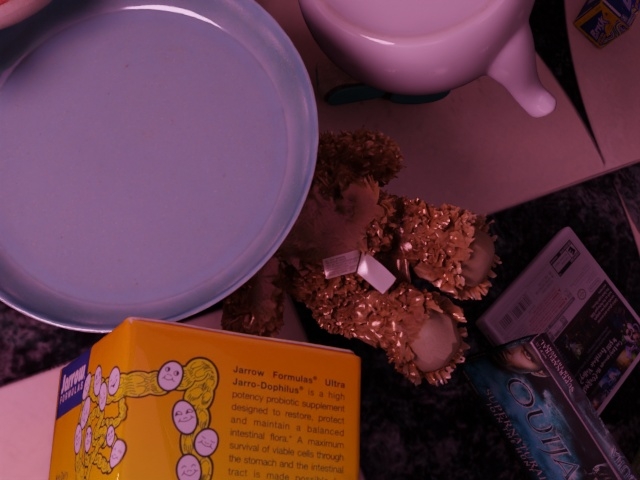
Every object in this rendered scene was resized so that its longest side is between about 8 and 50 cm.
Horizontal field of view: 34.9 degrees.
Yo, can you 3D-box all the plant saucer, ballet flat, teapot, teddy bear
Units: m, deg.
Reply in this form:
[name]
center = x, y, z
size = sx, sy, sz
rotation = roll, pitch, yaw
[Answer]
[plant saucer]
center = -0.158, -0.077, 0.833
size = 0.318, 0.043, 0.317
rotation = -1, 74, 3
[ballet flat]
center = 0.070, -0.181, 1.115
size = 0.168, 0.057, 0.052
rotation = -5, 66, -31
[teapot]
center = 0.096, -0.248, 1.035
size = 0.253, 0.187, 0.256
rotation = -8, 71, 7
[teddy bear]
center = 0.000, 0.000, 0.923
size = 0.338, 0.113, 0.245
rotation = 9, 83, -7

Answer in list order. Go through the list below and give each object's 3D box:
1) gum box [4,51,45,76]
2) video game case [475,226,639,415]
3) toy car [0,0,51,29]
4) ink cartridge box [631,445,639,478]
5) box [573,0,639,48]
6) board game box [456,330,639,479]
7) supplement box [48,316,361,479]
[gum box]
center = -0.216, -0.195, 0.937
size = 0.184, 0.041, 0.157
rotation = 24, 62, -4
[video game case]
center = 0.281, 0.103, 1.153
size = 0.190, 0.022, 0.173
rotation = -41, 95, -34
[toy car]
center = -0.320, -0.288, 0.789
size = 0.219, 0.210, 0.238
rotation = -50, 139, -23
[ink cartridge box]
center = 0.498, 0.260, 1.068
size = 0.198, 0.273, 0.115
rotation = 46, 57, -7
[box]
center = 0.401, -0.334, 1.353
size = 0.054, 0.059, 0.169
rotation = 40, 58, -9
[board game box]
center = 0.230, 0.186, 1.030
size = 0.026, 0.126, 0.186
rotation = -33, 90, -34
[supplement box]
center = -0.100, 0.262, 0.774
size = 0.195, 0.194, 0.356
rotation = 12, 66, -26
